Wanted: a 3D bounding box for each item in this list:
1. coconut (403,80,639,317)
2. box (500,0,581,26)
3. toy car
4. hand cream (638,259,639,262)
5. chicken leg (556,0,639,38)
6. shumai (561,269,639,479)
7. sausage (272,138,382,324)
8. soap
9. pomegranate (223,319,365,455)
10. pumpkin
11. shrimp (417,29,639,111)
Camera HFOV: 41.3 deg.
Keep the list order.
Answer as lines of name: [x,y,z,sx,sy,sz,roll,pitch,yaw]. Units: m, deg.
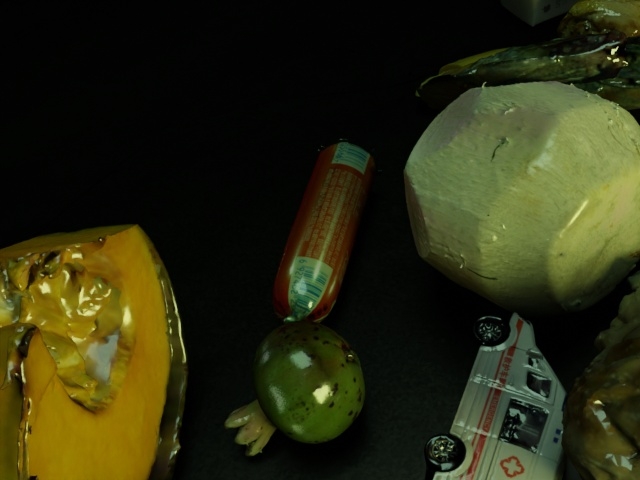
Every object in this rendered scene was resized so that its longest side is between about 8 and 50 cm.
coconut: [0.195,-0.048,0.826,0.227,0.227,0.230,-32,42,-18]
box: [0.382,-0.456,1.222,0.252,0.203,0.106,-23,45,-9]
toy car: [0.163,0.158,0.724,0.108,0.089,0.209,10,50,23]
hand cream: [0.363,0.015,0.852,0.087,0.054,0.186,-42,56,-15]
chicken leg: [0.442,-0.284,1.120,0.252,0.087,0.107,-4,36,4]
shumai: [0.351,0.132,0.687,0.346,0.217,0.283,0,13,1]
sausage: [0.000,0.000,0.940,0.083,0.083,0.264,4,47,18]
soap: [0.206,-0.229,1.135,0.169,0.033,0.089,-22,15,-22]
pomegranate: [-0.026,0.141,0.788,0.142,0.114,0.114,-38,42,12]
pumpkin: [-0.256,0.136,0.739,0.226,0.256,0.303,-2,21,19]
shrimp: [0.300,-0.187,0.910,0.445,0.085,0.272,-1,3,43]
